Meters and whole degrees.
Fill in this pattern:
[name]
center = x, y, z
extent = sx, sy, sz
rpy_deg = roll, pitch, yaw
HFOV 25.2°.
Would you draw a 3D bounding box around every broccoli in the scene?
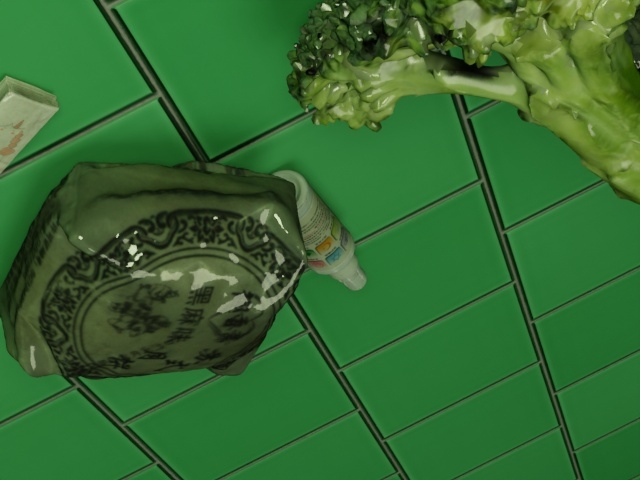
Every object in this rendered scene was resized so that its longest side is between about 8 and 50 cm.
[broccoli]
center = 0.218, -0.178, 1.139
extent = 0.397, 0.275, 0.353
rpy_deg = 27, 161, -13

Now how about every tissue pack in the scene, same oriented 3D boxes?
[tissue pack]
center = -0.272, -0.089, 1.201
extent = 0.108, 0.023, 0.056
rpy_deg = -41, 144, 23

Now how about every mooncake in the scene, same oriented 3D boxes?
[mooncake]
center = -0.155, 0.038, 1.336
extent = 0.250, 0.136, 0.254
rpy_deg = 4, 138, -24

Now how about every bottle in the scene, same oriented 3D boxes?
[bottle]
center = 0.000, 0.000, 1.484
extent = 0.060, 0.060, 0.217
rpy_deg = -31, 146, 7

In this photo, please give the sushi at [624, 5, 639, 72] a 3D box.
[sushi]
center = 0.310, -0.168, 1.395
extent = 0.126, 0.136, 0.225
rpy_deg = -37, 152, 32
